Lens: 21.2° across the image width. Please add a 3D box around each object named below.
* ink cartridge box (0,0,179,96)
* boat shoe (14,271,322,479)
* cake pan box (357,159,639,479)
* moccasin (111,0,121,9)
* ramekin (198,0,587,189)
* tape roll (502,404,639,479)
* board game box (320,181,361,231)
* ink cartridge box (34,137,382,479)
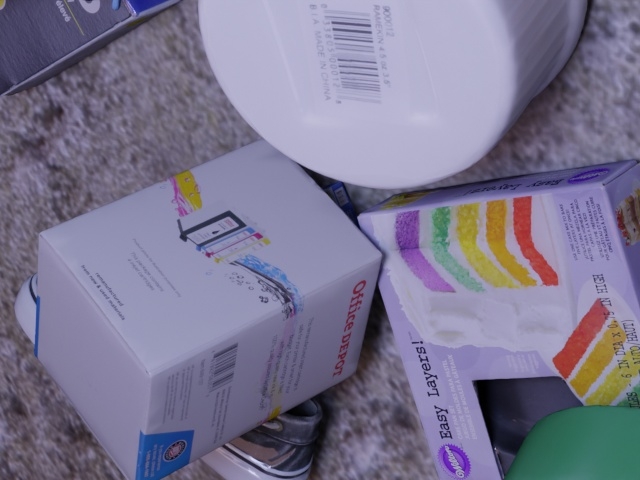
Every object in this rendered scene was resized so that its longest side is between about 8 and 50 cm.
[{"bbox_3d":[-0.258,-0.317,1.541,0.307,0.072,0.303,-23,96,45],"label":"ink cartridge box"},{"bbox_3d":[-0.135,0.105,1.626,0.335,0.121,0.119,32,121,10],"label":"boat shoe"},{"bbox_3d":[0.174,0.078,1.379,0.246,0.070,0.266,-4,108,43],"label":"cake pan box"},{"bbox_3d":[-0.186,-0.257,1.414,0.342,0.138,0.116,4,115,45],"label":"moccasin"},{"bbox_3d":[0.044,-0.170,1.261,0.277,0.135,0.277,16,133,17],"label":"ramekin"},{"bbox_3d":[0.282,0.245,1.263,0.321,0.077,0.321,25,152,14],"label":"tape roll"},{"bbox_3d":[0.000,0.000,1.513,0.090,0.020,0.090,-15,101,43],"label":"board game box"},{"bbox_3d":[-0.096,0.056,1.431,0.168,0.233,0.171,48,147,28],"label":"ink cartridge box"}]
